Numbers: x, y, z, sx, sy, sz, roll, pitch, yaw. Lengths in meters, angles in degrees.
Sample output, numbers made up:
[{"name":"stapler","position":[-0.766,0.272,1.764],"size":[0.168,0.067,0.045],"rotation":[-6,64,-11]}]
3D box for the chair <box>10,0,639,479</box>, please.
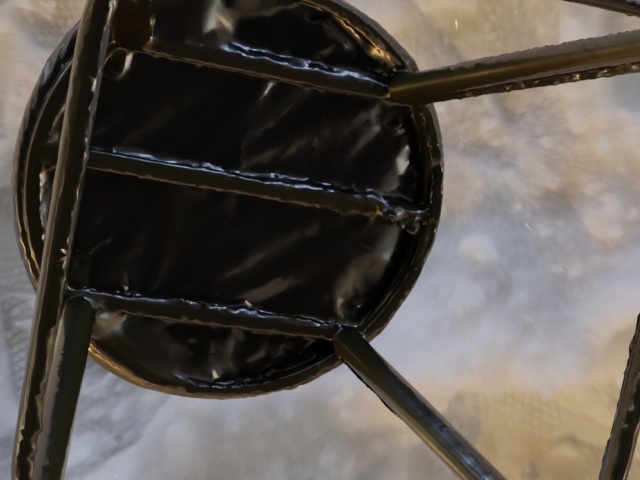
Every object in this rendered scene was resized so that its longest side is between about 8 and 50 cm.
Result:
[{"name":"chair","position":[0.000,0.000,0.696],"size":[0.365,0.410,0.361],"rotation":[7,100,-18]}]
